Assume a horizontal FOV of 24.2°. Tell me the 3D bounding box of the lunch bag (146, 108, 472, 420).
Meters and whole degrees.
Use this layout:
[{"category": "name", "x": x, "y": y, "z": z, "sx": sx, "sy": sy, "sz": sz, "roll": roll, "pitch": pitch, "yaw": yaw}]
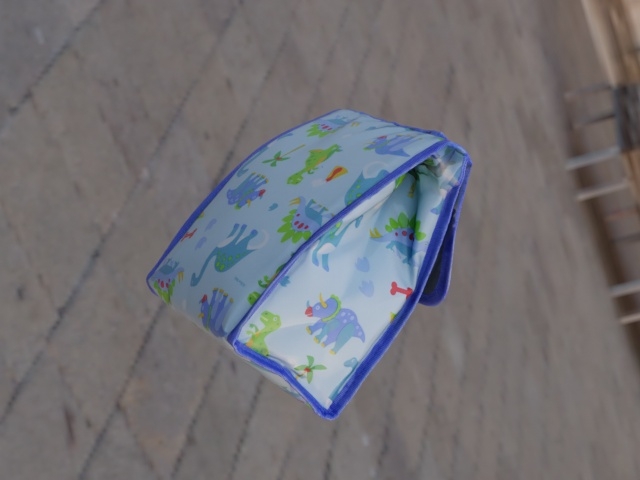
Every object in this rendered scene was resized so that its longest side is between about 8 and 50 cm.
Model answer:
[{"category": "lunch bag", "x": 0.000, "y": 0.000, "z": 0.784, "sx": 0.096, "sy": 0.151, "sz": 0.129, "roll": 39, "pitch": -7, "yaw": -31}]
